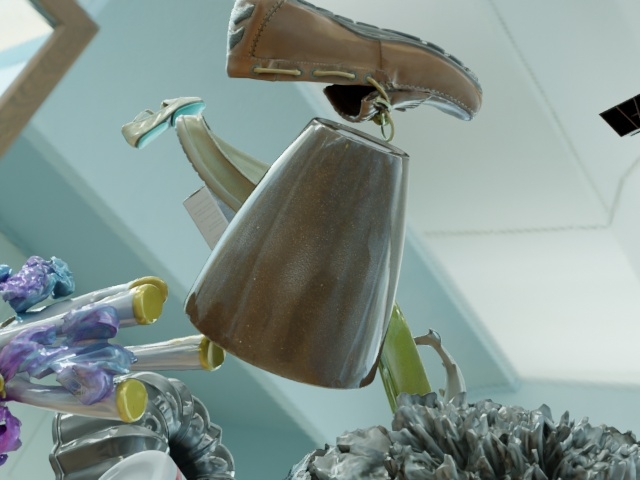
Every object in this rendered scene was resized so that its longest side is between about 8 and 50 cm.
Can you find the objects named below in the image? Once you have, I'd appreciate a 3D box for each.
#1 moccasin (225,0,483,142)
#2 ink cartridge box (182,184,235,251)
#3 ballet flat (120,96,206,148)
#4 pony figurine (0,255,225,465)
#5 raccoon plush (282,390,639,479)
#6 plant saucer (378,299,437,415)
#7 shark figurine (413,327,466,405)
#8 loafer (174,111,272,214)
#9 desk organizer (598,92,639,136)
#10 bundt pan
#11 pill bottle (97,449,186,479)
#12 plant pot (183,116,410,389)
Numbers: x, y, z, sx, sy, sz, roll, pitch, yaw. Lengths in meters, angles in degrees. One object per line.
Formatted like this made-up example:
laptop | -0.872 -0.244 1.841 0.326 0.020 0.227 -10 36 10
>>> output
moccasin | 0.052 -0.209 1.334 0.380 0.147 0.139 11 3 -37
ink cartridge box | -0.061 0.026 1.725 0.072 0.303 0.307 -35 -94 26
ballet flat | -0.275 -0.218 1.778 0.052 0.168 0.057 45 -35 14
pony figurine | -0.327 0.128 1.027 0.363 0.351 0.303 -7 -83 19
raccoon plush | 0.146 0.203 0.446 0.446 0.299 0.216 -29 -59 2
plant saucer | 0.102 0.181 1.234 0.037 0.241 0.241 -18 -41 -3
shark figurine | 0.243 0.297 1.878 0.166 0.278 0.116 2 1 -21
loafer | -0.081 -0.069 1.317 0.268 0.092 0.102 49 1 -12
desk organizer | 0.468 -0.187 1.485 0.130 0.050 0.047 -29 -104 66
bundt pan | -0.210 0.320 1.366 0.124 0.331 0.331 -25 -53 14
pill bottle | -0.163 0.324 1.091 0.108 0.108 0.180 -7 -59 40
plant pot | 0.000 0.000 1.045 0.215 0.215 0.230 24 -77 5
